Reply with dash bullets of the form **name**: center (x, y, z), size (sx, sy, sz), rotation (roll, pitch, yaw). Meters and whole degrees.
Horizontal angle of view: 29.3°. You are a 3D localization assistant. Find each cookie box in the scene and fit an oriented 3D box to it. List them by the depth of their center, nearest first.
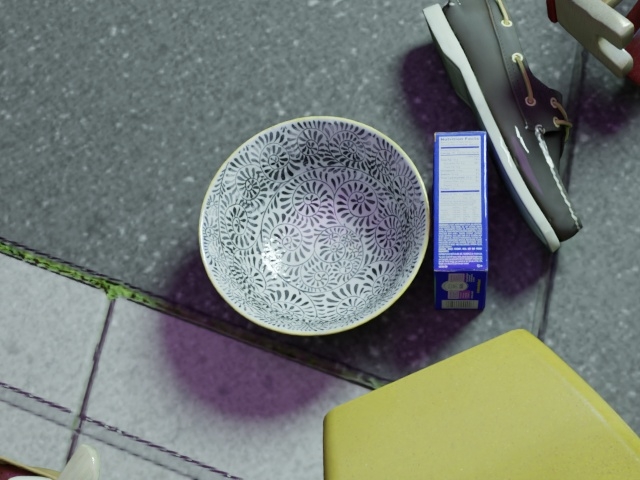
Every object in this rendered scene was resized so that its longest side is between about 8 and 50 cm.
- **cookie box**: center (0.102, -0.013, 0.898), size (0.040, 0.092, 0.107), rotation (0, 69, 6)

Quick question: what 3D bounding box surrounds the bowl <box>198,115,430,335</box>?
- **bowl**: center (0.000, 0.000, 0.916), size (0.170, 0.080, 0.170), rotation (-3, 69, 8)

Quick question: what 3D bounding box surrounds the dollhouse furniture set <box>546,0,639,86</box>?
- **dollhouse furniture set**: center (0.306, -0.278, 0.912), size (0.374, 0.201, 0.152), rotation (-42, 69, 0)

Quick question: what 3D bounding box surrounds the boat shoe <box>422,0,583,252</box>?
- **boat shoe**: center (0.149, -0.100, 0.927), size (0.069, 0.081, 0.227), rotation (-24, 65, 4)

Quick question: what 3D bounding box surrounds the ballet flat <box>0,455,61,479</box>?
- **ballet flat**: center (-0.244, 0.191, 0.889), size (0.232, 0.073, 0.080), rotation (16, 74, 15)

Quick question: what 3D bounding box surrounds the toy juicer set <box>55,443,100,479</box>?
- **toy juicer set**: center (-0.143, 0.328, 0.821), size (0.209, 0.089, 0.329), rotation (-35, 76, 9)

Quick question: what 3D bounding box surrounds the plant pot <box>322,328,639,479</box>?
- **plant pot**: center (0.109, 0.185, 0.770), size (0.212, 0.212, 0.187), rotation (-24, 56, 0)
